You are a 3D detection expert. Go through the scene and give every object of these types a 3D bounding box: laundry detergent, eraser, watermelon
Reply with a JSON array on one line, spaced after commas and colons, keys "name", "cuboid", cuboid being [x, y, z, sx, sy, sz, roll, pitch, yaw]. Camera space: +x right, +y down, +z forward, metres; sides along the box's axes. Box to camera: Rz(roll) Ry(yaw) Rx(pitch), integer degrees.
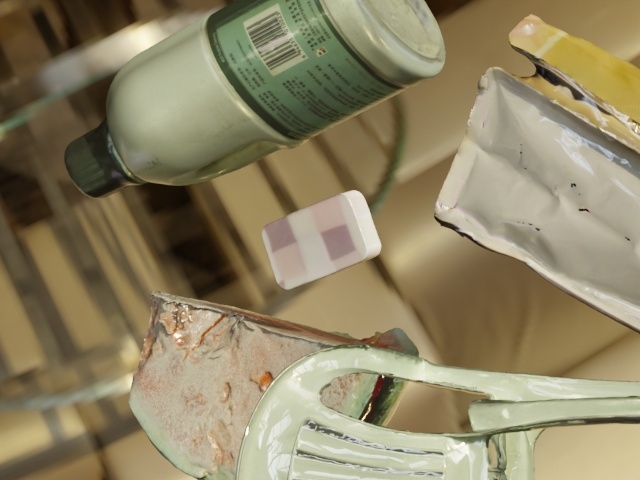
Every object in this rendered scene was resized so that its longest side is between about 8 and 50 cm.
[{"name": "laundry detergent", "cuboid": [-0.048, -0.080, 1.084, 0.226, 0.070, 0.099, -26, 144, 28]}, {"name": "eraser", "cuboid": [0.000, 0.000, 1.751, 0.105, 0.065, 0.026, -21, 179, 35]}, {"name": "watermelon", "cuboid": [-0.029, 0.135, 1.863, 0.224, 0.305, 0.180, -52, 132, -30]}]

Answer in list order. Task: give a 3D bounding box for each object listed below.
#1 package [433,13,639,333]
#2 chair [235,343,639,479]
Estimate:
[{"name": "package", "cuboid": [0.281, -0.057, 1.605, 0.221, 0.311, 0.165, -39, 151, -38]}, {"name": "chair", "cuboid": [0.106, 0.173, 1.323, 0.275, 0.203, 0.190, -1, 169, 23]}]
